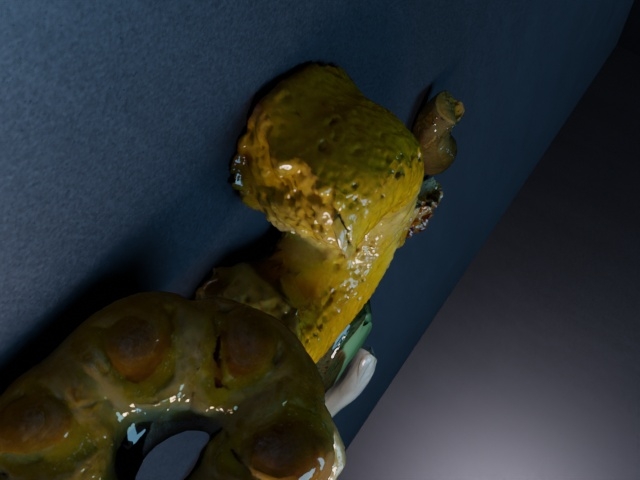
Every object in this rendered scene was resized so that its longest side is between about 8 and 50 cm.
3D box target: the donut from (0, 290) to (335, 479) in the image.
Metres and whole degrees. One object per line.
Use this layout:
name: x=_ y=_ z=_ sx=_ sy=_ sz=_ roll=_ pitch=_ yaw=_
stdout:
donut: x=-0.147 y=0.203 z=0.697 sx=0.150 sy=0.317 sz=0.300 roll=121 pitch=-33 yaw=-61

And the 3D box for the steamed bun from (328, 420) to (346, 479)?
steamed bun: x=-0.102 y=0.492 z=1.411 sx=0.428 sy=0.247 sz=0.189 roll=-45 pitch=-177 yaw=2

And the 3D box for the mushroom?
mushroom: x=0.022 y=0.370 z=1.775 sx=0.329 sy=0.122 sz=0.159 roll=-57 pitch=172 yaw=12

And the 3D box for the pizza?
pizza: x=0.219 y=-0.069 z=1.597 sx=0.194 sy=0.069 sz=0.154 roll=-44 pitch=158 yaw=-33

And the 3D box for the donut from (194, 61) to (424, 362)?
donut: x=0.000 y=0.000 z=0.942 sx=0.377 sy=0.163 sz=0.435 roll=-34 pitch=152 yaw=-54

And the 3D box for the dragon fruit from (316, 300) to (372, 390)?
dragon fruit: x=-0.005 y=0.170 z=1.327 sx=0.295 sy=0.130 sz=0.268 roll=-57 pitch=159 yaw=1

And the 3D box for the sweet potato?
sweet potato: x=0.220 y=-0.181 z=1.366 sx=0.112 sy=0.085 sz=0.286 roll=-59 pitch=164 yaw=-6
